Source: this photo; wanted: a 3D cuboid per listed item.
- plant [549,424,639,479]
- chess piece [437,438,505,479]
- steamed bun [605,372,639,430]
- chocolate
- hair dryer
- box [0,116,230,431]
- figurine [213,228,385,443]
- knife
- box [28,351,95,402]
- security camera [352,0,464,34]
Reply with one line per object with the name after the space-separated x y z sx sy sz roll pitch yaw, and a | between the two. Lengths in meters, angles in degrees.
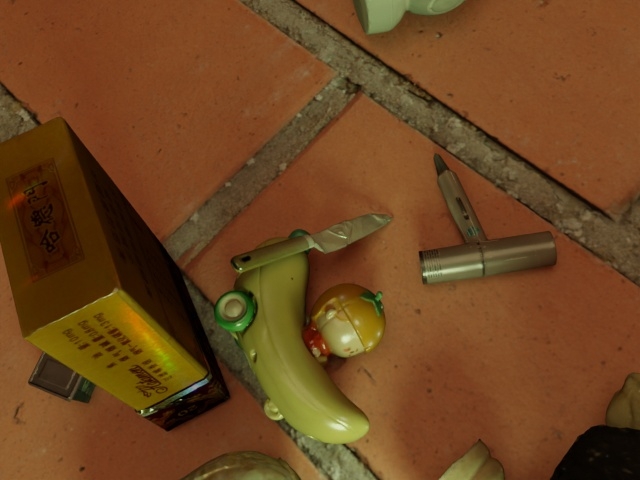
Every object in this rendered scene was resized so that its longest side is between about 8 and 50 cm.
0.304 0.317 0.695 0.178 0.204 0.234 30 42 19 | plant
0.250 0.402 0.797 0.307 0.138 0.124 45 127 22 | chess piece
0.439 0.235 0.794 0.106 0.177 0.192 -10 64 -33 | steamed bun
-0.170 0.370 0.894 0.309 0.134 0.134 -22 63 4 | chocolate
0.240 -0.045 1.035 0.195 0.054 0.221 -8 58 9 | hair dryer
-0.261 0.071 0.892 0.115 0.415 0.264 -27 62 -5 | box
-0.012 0.133 0.971 0.222 0.124 0.325 -28 62 -7 | figurine
-0.001 0.002 0.996 0.297 0.017 0.047 -19 50 -38 | knife
-0.396 0.215 1.054 0.084 0.063 0.060 15 72 18 | box
0.167 -0.475 1.166 0.236 0.195 0.195 -14 64 1 | security camera
